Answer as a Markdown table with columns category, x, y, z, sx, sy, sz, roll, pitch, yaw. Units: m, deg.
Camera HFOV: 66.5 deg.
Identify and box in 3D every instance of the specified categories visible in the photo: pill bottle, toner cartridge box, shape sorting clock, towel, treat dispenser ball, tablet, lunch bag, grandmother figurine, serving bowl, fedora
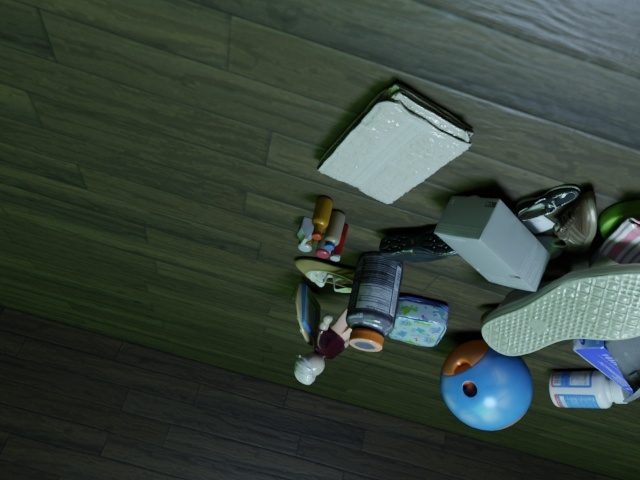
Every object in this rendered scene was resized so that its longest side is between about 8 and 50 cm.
| category | x | y | z | sx | sy | sz | roll | pitch | yaw |
| --- | --- | --- | --- | --- | --- | --- | --- | --- | --- |
| pill bottle | 0.912 | 0.507 | 1.660 | 0.222 | 0.124 | 0.124 | -15 | 140 | 42 |
| pill bottle | 0.140 | 0.166 | 1.293 | 0.131 | 0.245 | 0.130 | 11 | 151 | 7 |
| toner cartridge box | 0.774 | 0.269 | 1.272 | 0.348 | 0.165 | 0.075 | 34 | 146 | -29 |
| shape sorting clock | -0.041 | 0.229 | 1.529 | 0.040 | 0.206 | 0.206 | -10 | 144 | 16 |
| towel | 0.638 | 0.038 | 0.906 | 0.197 | 0.029 | 0.144 | 32 | 163 | 22 |
| treat dispenser ball | 0.538 | 0.467 | 1.592 | 0.288 | 0.288 | 0.288 | 11 | 150 | 6 |
| tablet | 0.454 | -0.041 | 1.041 | 0.083 | 0.006 | 0.054 | 27 | 148 | -22 |
| lunch bag | 0.306 | 0.258 | 1.537 | 0.176 | 0.090 | 0.219 | 11 | 151 | 8 |
| grandmother figurine | 0.048 | 0.280 | 1.446 | 0.104 | 0.342 | 0.208 | 31 | 165 | 47 |
| serving bowl | 0.506 | 0.023 | 1.105 | 0.083 | 0.027 | 0.083 | 10 | 151 | 6 |
| fedora | 0.710 | 0.226 | 1.054 | 0.124 | 0.244 | 0.275 | 49 | 175 | 29 |
| towel | 0.132 | -0.166 | 0.927 | 0.187 | 0.049 | 0.282 | 25 | 149 | -16 |

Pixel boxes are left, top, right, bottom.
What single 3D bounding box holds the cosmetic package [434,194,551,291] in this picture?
| category | x | y | z | sx | sy | sz | roll | pitch | yaw |
| --- | --- | --- | --- | --- | --- | --- | --- | --- | --- |
| cosmetic package | 0.368 | 0.007 | 1.035 | 0.238 | 0.107 | 0.127 | 32 | 170 | -31 |

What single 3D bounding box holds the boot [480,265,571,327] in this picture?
| category | x | y | z | sx | sy | sz | roll | pitch | yaw |
| --- | --- | --- | --- | --- | --- | --- | --- | --- | --- |
| boot | 0.534 | 0.162 | 1.287 | 0.236 | 0.089 | 0.269 | -3 | 144 | 23 |

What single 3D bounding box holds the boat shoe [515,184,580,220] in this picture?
| category | x | y | z | sx | sy | sz | roll | pitch | yaw |
| --- | --- | --- | --- | --- | --- | --- | --- | --- | --- |
| boat shoe | 0.444 | -0.071 | 0.958 | 0.125 | 0.038 | 0.046 | -18 | 129 | 42 |

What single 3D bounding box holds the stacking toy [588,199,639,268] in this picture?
| category | x | y | z | sx | sy | sz | roll | pitch | yaw |
| --- | --- | --- | --- | --- | --- | --- | --- | --- | --- |
| stacking toy | 0.696 | 0.046 | 0.957 | 0.280 | 0.130 | 0.309 | 3 | 148 | 20 |

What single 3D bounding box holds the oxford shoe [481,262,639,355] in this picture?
| category | x | y | z | sx | sy | sz | roll | pitch | yaw |
| --- | --- | --- | --- | --- | --- | --- | --- | --- | --- |
| oxford shoe | 0.547 | 0.138 | 1.054 | 0.169 | 0.130 | 0.449 | 54 | 142 | 0 |

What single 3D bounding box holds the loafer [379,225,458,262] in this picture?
| category | x | y | z | sx | sy | sz | roll | pitch | yaw |
| --- | --- | --- | --- | --- | --- | --- | --- | --- | --- |
| loafer | 0.252 | 0.014 | 1.166 | 0.223 | 0.076 | 0.078 | -6 | 159 | 30 |

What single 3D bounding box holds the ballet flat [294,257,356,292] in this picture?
| category | x | y | z | sx | sy | sz | roll | pitch | yaw |
| --- | --- | --- | --- | --- | --- | --- | --- | --- | --- |
| ballet flat | 0.031 | 0.106 | 1.416 | 0.232 | 0.073 | 0.080 | 11 | 150 | 7 |

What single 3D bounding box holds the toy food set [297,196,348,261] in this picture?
| category | x | y | z | sx | sy | sz | roll | pitch | yaw |
| --- | --- | --- | --- | --- | --- | --- | --- | --- | --- |
| toy food set | 0.000 | 0.000 | 1.213 | 0.111 | 0.104 | 0.232 | 20 | 150 | -10 |

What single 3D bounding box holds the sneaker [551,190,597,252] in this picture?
| category | x | y | z | sx | sy | sz | roll | pitch | yaw |
| --- | --- | --- | --- | --- | --- | --- | --- | --- | --- |
| sneaker | 0.506 | -0.028 | 0.976 | 0.071 | 0.066 | 0.188 | -1 | 147 | 21 |
